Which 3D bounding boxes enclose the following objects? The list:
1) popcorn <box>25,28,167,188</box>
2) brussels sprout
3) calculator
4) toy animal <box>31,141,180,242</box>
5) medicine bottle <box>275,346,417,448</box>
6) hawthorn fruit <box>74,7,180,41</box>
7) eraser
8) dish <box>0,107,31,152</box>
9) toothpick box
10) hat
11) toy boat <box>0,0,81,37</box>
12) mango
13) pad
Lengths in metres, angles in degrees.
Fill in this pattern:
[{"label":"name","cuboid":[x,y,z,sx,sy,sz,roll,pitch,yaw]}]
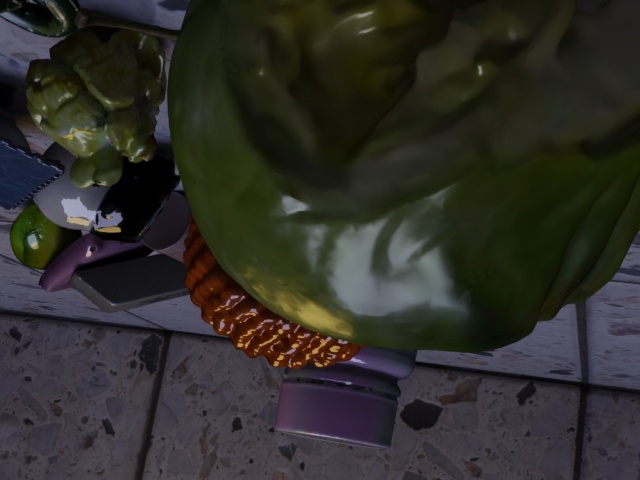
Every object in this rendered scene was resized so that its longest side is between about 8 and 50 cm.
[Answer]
[{"label":"popcorn","cuboid":[-0.219,-0.135,0.937,0.135,0.162,0.141,13,-168,-23]},{"label":"brussels sprout","cuboid":[0.077,-0.076,0.590,0.344,0.268,0.344,-12,145,-9]},{"label":"calculator","cuboid":[-0.391,0.036,1.718,0.194,0.043,0.294,-17,170,-35]},{"label":"toy animal","cuboid":[-0.284,-0.076,1.273,0.179,0.138,0.166,20,145,-10]},{"label":"medicine bottle","cuboid":[0.047,0.199,1.739,0.256,0.325,0.256,8,167,2]},{"label":"hawthorn fruit","cuboid":[-0.075,-0.140,0.745,0.285,0.165,0.165,8,171,-40]},{"label":"eraser","cuboid":[-0.256,0.062,1.702,0.352,0.077,0.111,-12,175,-20]},{"label":"dish","cuboid":[-0.439,-0.138,1.212,0.190,0.066,0.191,15,164,4]},{"label":"toothpick box","cuboid":[-0.204,-0.009,1.531,0.098,0.098,0.149,2,164,30]},{"label":"hat","cuboid":[0.000,0.000,1.100,0.285,0.285,0.400,12,163,-12]},{"label":"toy boat","cuboid":[-0.287,-0.226,0.794,0.104,0.052,0.210,-5,160,39]},{"label":"mango","cuboid":[-0.486,-0.008,1.709,0.125,0.111,0.233,-27,173,-25]},{"label":"pad","cuboid":[-0.465,-0.115,1.165,0.269,0.012,0.269,26,159,-24]}]
